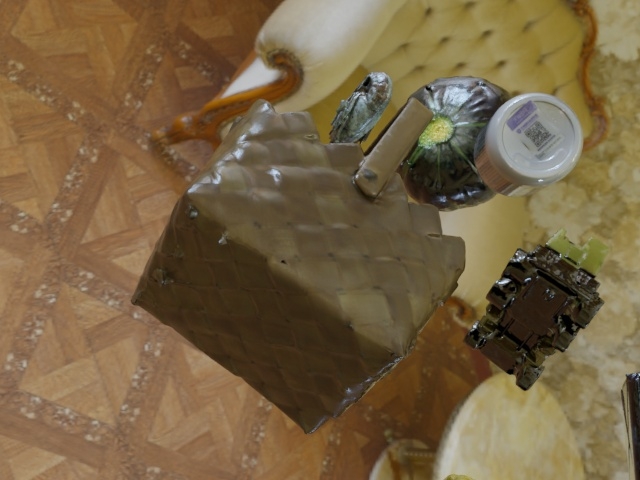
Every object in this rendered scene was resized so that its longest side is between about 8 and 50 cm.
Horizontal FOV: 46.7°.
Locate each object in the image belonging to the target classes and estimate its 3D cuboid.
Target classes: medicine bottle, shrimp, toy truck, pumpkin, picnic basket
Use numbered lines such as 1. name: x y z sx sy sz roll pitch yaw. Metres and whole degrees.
1. medicine bottle: 0.305 -0.136 1.129 0.215 0.135 0.135 62 23 -85
2. shrimp: 0.058 -0.227 1.424 0.090 0.233 0.079 14 40 -40
3. toy truck: 0.301 0.096 1.039 0.127 0.257 0.127 35 52 15
4. pumpkin: 0.304 -0.203 1.601 0.296 0.295 0.296 11 75 -46
5. picnic basket: 0.000 0.000 0.788 0.291 0.254 0.321 37 43 -2

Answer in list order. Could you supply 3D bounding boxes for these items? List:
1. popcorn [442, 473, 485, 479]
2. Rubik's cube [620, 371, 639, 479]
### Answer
1. popcorn: 0.222 0.520 1.232 0.190 0.250 0.250 11 75 -41
2. Rubik's cube: 0.718 0.385 1.419 0.248 0.250 0.246 44 45 -67
